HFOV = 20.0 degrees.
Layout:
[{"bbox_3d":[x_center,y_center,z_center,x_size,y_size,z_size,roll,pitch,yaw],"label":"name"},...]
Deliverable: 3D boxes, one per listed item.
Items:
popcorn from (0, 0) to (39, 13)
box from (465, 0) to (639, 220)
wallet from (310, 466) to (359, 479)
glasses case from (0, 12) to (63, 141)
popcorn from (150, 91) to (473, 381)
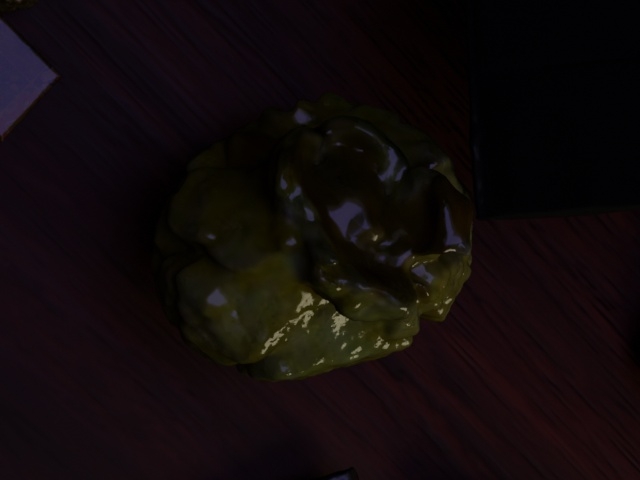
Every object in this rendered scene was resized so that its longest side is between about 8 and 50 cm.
[{"bbox_3d":[-0.253,-0.219,1.437,0.082,0.083,0.057,36,72,5],"label":"popcorn"},{"bbox_3d":[0.279,-0.148,1.562,0.345,0.204,0.251,-4,92,-62],"label":"box"},{"bbox_3d":[0.002,0.364,1.556,0.165,0.042,0.309,-18,90,-17],"label":"wallet"},{"bbox_3d":[-0.307,-0.180,1.423,0.218,0.049,0.075,46,76,-19],"label":"glasses case"},{"bbox_3d":[0.000,0.000,1.480,0.270,0.258,0.224,-11,100,16],"label":"popcorn"}]
